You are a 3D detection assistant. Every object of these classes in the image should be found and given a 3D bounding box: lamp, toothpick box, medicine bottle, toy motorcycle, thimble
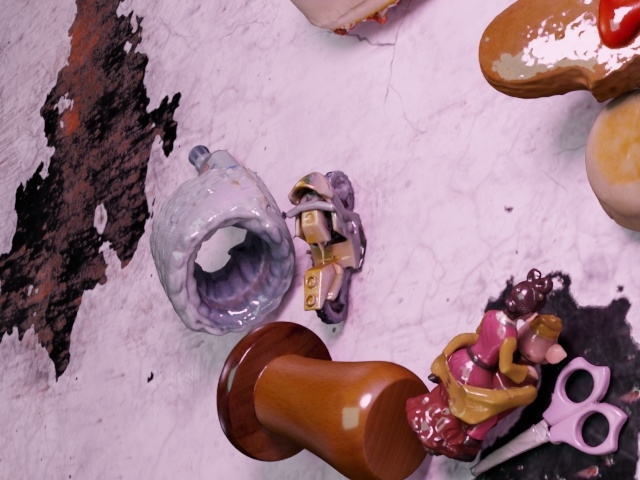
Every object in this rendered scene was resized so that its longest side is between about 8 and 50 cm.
[{"bbox_3d":[0.200,0.140,1.198,0.253,0.118,0.118,-55,40,19],"label":"lamp"},{"bbox_3d":[-0.002,0.211,1.376,0.294,0.192,0.192,7,81,48],"label":"toothpick box"},{"bbox_3d":[-0.175,-0.107,1.836,0.090,0.053,0.208,-61,37,14],"label":"medicine bottle"},{"bbox_3d":[0.000,0.000,1.500,0.094,0.130,0.229,-7,69,30],"label":"toy motorcycle"},{"bbox_3d":[-0.148,0.014,1.620,0.250,0.205,0.172,-66,28,22],"label":"thimble"}]

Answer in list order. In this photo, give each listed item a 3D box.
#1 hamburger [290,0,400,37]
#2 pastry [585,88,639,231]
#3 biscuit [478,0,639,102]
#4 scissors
[{"bbox_3d":[0.069,-0.436,1.586,0.295,0.151,0.227,-23,52,51],"label":"hamburger"},{"bbox_3d":[0.350,-0.087,1.121,0.156,0.092,0.156,-28,56,51],"label":"pastry"},{"bbox_3d":[0.333,-0.348,1.144,0.368,0.076,0.394,-13,63,23],"label":"biscuit"},{"bbox_3d":[0.247,0.216,1.182,0.212,0.021,0.110,-41,50,35],"label":"scissors"}]
